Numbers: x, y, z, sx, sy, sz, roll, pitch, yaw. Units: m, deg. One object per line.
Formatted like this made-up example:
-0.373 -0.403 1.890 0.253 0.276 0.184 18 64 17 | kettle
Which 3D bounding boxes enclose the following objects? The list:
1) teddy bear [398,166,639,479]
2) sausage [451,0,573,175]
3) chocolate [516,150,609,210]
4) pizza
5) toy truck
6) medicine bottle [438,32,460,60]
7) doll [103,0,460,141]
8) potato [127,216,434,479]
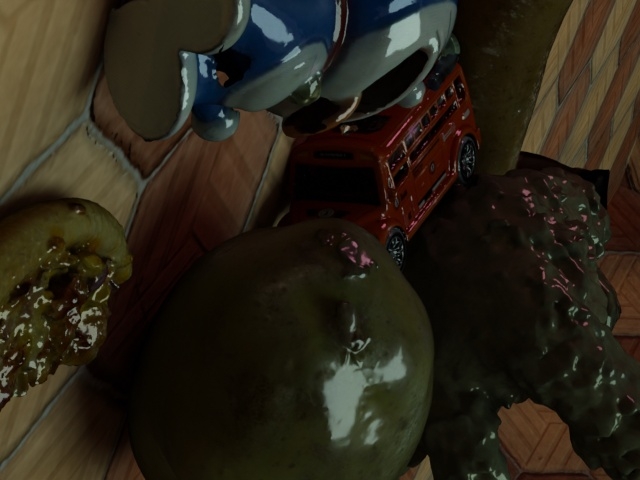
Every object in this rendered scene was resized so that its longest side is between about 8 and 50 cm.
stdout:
0.112 0.104 1.593 0.368 0.357 0.224 -28 140 18 | teddy bear
0.174 -0.180 1.722 0.123 0.136 0.500 -27 146 -38 | sausage
0.199 -0.001 2.026 0.283 0.186 0.283 -48 159 -24 | chocolate
-0.167 0.038 0.979 0.127 0.058 0.246 -67 164 11 | pizza
0.047 -0.063 1.490 0.252 0.107 0.114 -49 136 -49 | toy truck
0.100 -0.177 1.631 0.083 0.047 0.047 -36 149 -64 | medicine bottle
-0.014 -0.137 1.039 0.215 0.161 0.257 -40 172 38 | doll
-0.031 0.115 1.288 0.243 0.221 0.326 -51 174 -11 | potato
